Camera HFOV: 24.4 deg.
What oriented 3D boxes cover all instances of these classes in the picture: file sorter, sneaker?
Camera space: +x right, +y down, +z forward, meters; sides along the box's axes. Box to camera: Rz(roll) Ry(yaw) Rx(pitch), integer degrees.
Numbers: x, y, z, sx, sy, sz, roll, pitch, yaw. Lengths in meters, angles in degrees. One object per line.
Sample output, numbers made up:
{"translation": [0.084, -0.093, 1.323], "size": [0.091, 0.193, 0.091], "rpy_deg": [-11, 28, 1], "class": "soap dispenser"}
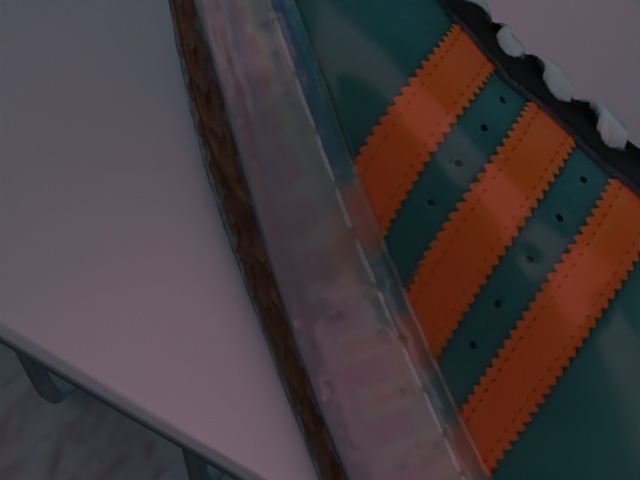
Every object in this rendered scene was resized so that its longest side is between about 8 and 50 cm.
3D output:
{"translation": [0.000, 0.000, 0.521], "size": [0.278, 0.173, 0.192], "rpy_deg": [29, 73, 7], "class": "file sorter"}
{"translation": [0.045, 0.003, 0.381], "size": [0.121, 0.108, 0.302], "rpy_deg": [-20, 82, -9], "class": "sneaker"}
